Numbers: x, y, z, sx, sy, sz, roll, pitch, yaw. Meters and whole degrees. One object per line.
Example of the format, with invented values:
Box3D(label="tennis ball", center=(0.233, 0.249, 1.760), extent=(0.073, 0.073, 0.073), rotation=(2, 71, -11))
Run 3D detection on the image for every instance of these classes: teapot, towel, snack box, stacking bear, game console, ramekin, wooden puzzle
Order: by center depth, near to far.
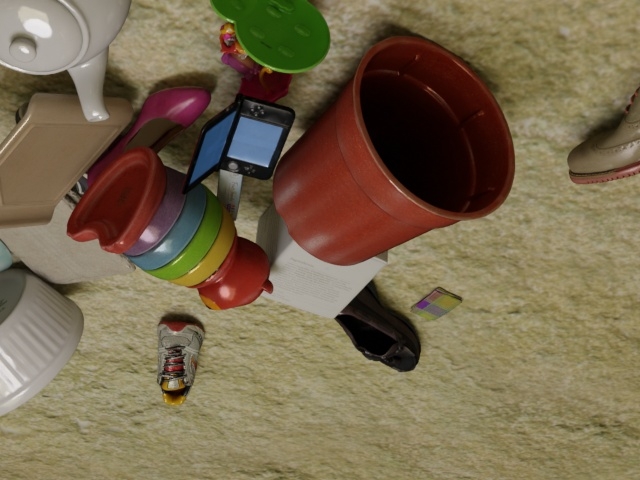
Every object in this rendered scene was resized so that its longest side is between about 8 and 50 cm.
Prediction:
Box3D(label="teapot", center=(-0.363, -0.302, 1.537), extent=(0.256, 0.187, 0.252), rotation=(14, 140, -11))
Box3D(label="game console", center=(-0.112, -0.120, 1.672), extent=(0.124, 0.085, 0.144), rotation=(14, 138, -10))
Box3D(label="wooden puzzle", center=(-0.395, -0.113, 1.714), extent=(0.238, 0.044, 0.221), rotation=(-49, 162, 22))
Box3D(label="stacking bear", center=(-0.192, 0.004, 1.787), extent=(0.289, 0.164, 0.175), rotation=(37, 166, -35))
Box3D(label="snack box", center=(-0.131, -0.111, 1.829), extent=(0.037, 0.100, 0.141), rotation=(7, 141, -4))
Box3D(label="towel", center=(-0.440, -0.023, 1.992), extent=(0.187, 0.049, 0.282), rotation=(-9, 142, 24))
Box3D(label="ramekin", center=(-0.549, 0.165, 2.093), extent=(0.273, 0.272, 0.127), rotation=(-19, 124, 25))
Box3D(label="towel", center=(0.205, 0.114, 2.161), extent=(0.060, 0.009, 0.083), rotation=(23, 138, -24))

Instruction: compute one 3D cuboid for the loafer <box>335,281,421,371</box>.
Box3D(label="loafer", center=(0.088, 0.164, 2.164), extent=(0.109, 0.095, 0.302), rotation=(-16, 138, 23))

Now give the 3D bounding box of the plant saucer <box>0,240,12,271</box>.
Box3D(label="plant saucer", center=(-0.612, 0.014, 2.038), extent=(0.195, 0.037, 0.195), rotation=(14, 150, 8))

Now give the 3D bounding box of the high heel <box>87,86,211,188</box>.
Box3D(label="high heel", center=(-0.250, -0.136, 1.784), extent=(0.244, 0.117, 0.082), rotation=(-21, 149, 28))

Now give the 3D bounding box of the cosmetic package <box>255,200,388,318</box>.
Box3D(label="cosmetic package", center=(0.000, 0.000, 1.919), extent=(0.152, 0.151, 0.183), rotation=(20, 140, -20))

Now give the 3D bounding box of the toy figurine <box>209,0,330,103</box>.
Box3D(label="toy figurine", center=(-0.089, -0.251, 1.659), extent=(0.173, 0.130, 0.159), rotation=(32, 148, -1))

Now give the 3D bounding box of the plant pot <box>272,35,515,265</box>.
Box3D(label="plant pot", center=(0.084, -0.101, 1.717), extent=(0.272, 0.272, 0.265), rotation=(24, 145, -24))

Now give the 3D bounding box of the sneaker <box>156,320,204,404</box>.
Box3D(label="sneaker", center=(-0.262, 0.227, 2.274), extent=(0.088, 0.092, 0.225), rotation=(4, 141, 0))

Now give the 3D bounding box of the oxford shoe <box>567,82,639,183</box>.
Box3D(label="oxford shoe", center=(0.475, -0.191, 1.701), extent=(0.348, 0.123, 0.130), rotation=(-29, 105, 36))

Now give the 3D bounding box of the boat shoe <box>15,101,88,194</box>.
Box3D(label="boat shoe", center=(-0.397, -0.130, 1.848), extent=(0.065, 0.075, 0.206), rotation=(-21, 140, 23))
